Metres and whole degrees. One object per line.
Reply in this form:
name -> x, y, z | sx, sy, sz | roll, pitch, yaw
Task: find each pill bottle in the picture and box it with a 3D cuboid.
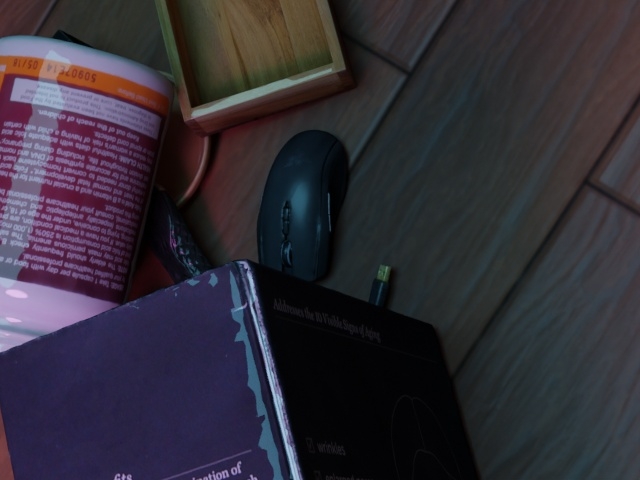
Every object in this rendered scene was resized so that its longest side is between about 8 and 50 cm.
pill bottle -> -0.318, -0.020, 1.791 | 0.224, 0.224, 0.392 | 9, 83, 26

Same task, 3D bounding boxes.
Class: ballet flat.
ballet flat -> -0.169, 0.007, 1.861 | 0.057, 0.049, 0.173 | -35, 79, 39

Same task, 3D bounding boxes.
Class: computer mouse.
computer mouse -> 0.000, 0.000, 1.793 | 0.184, 0.060, 0.262 | 11, 85, 27

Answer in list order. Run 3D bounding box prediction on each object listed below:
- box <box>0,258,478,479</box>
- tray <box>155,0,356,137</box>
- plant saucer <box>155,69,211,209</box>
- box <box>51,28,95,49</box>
box -> -0.032, 0.312, 1.511 | 0.297, 0.480, 0.472 | -20, 72, 20
tray -> -0.107, -0.349, 1.887 | 0.202, 0.076, 0.411 | -17, 74, 8
plant saucer -> -0.221, -0.113, 1.928 | 0.200, 0.037, 0.200 | -5, 77, 23
box -> -0.314, -0.220, 1.965 | 0.052, 0.083, 0.062 | 43, 98, 24
